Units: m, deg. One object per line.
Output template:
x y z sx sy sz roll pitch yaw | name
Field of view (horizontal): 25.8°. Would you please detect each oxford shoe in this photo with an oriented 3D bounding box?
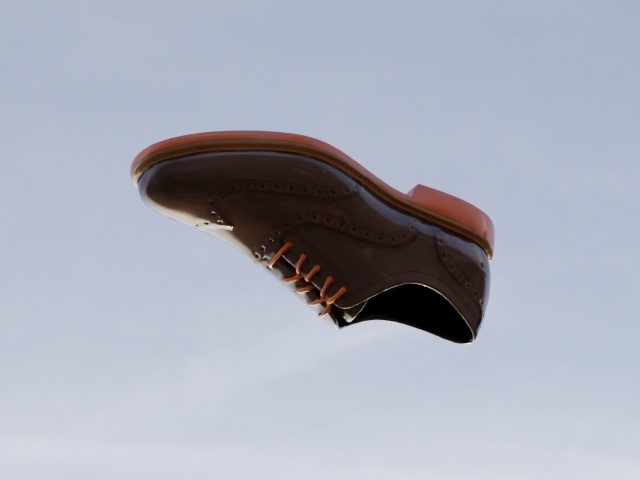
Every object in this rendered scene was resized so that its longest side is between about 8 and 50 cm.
0.000 0.000 0.950 0.271 0.098 0.097 15 -33 -17 | oxford shoe
